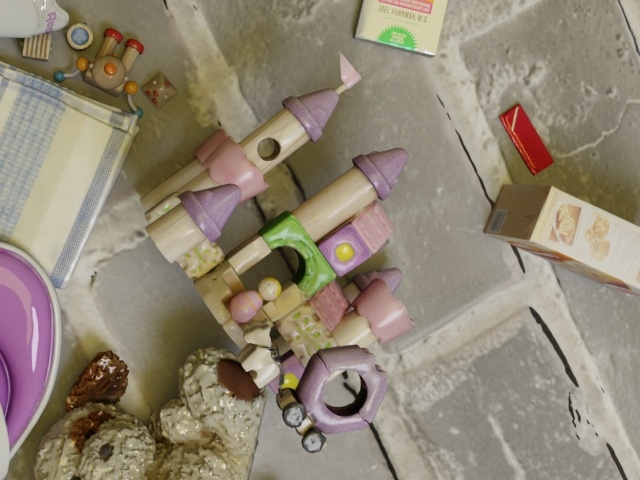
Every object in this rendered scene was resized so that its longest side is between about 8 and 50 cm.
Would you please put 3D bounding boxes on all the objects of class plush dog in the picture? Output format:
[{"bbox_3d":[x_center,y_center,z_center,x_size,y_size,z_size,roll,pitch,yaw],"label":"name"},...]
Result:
[{"bbox_3d":[-0.191,0.246,1.236,0.225,0.210,0.262,13,63,1],"label":"plush dog"}]

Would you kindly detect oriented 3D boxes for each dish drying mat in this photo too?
[{"bbox_3d":[0.246,-0.120,1.387,0.032,0.008,0.083,-35,100,-11],"label":"dish drying mat"}]

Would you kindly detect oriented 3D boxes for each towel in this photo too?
[{"bbox_3d":[-0.359,-0.089,1.232,0.285,0.034,0.209,22,90,-12],"label":"towel"}]

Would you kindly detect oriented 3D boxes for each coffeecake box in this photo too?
[{"bbox_3d":[0.303,0.001,1.337,0.185,0.142,0.068,23,88,-13],"label":"coffeecake box"}]

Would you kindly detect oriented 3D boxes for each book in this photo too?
[{"bbox_3d":[0.099,-0.291,1.334,0.096,0.035,0.144,12,91,-8],"label":"book"}]

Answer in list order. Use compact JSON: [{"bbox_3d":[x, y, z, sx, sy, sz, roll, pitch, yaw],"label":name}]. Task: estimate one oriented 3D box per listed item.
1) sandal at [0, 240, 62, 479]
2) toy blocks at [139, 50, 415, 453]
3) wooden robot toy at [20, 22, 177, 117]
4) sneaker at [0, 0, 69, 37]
[{"bbox_3d":[-0.386,0.204,1.196,0.169,0.102,0.416,24,91,-15],"label":"sandal"},{"bbox_3d":[0.000,0.000,1.178,0.260,0.309,0.288,-35,101,-3],"label":"toy blocks"},{"bbox_3d":[-0.229,-0.190,1.233,0.173,0.079,0.076,24,87,-14],"label":"wooden robot toy"},{"bbox_3d":[-0.324,-0.353,1.198,0.152,0.114,0.305,-2,89,-29],"label":"sneaker"}]
